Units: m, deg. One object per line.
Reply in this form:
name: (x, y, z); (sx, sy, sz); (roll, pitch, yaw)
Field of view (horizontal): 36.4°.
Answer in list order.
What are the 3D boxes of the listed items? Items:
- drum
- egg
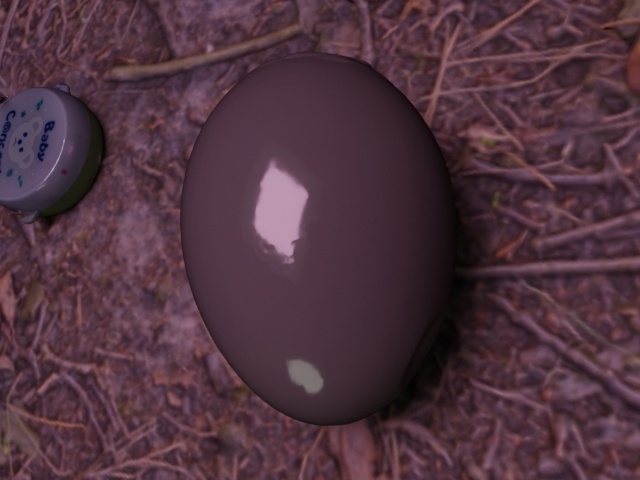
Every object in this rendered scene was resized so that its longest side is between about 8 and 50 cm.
drum: (-0.303, -0.100, 0.908); (0.253, 0.049, 0.130); (21, 85, 34)
egg: (0.000, 0.000, 0.620); (0.176, 0.176, 0.232); (-16, 69, 25)
